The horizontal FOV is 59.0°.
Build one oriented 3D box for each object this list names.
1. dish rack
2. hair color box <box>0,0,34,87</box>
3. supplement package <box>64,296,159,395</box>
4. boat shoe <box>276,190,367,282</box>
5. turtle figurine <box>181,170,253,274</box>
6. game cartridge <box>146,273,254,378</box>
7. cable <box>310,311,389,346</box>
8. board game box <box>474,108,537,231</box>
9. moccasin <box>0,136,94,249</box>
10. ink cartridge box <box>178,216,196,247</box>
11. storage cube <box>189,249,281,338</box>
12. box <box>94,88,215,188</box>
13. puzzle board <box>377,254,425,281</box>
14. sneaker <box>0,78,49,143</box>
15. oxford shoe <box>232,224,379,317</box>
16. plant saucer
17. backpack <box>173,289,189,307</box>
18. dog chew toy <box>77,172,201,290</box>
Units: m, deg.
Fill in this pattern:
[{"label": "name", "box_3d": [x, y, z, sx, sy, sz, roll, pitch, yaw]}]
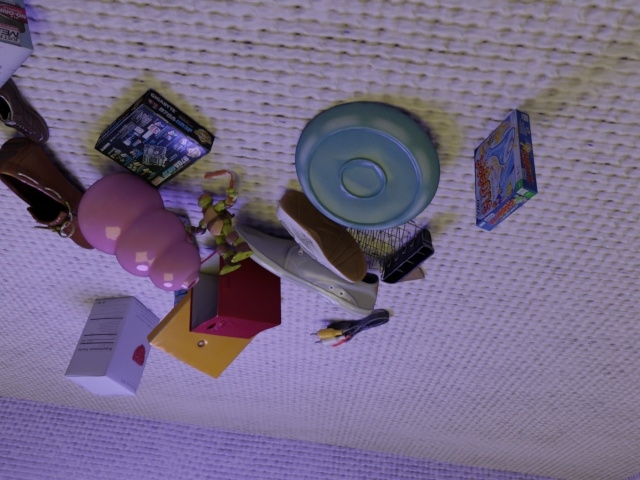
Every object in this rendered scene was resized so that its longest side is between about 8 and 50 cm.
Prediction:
[{"label": "dish rack", "box_3d": [0.128, -0.002, 1.435, 0.271, 0.074, 0.208, 23, 141, -15]}, {"label": "hair color box", "box_3d": [-0.720, -0.334, 1.061, 0.374, 0.114, 0.185, -21, 169, 36]}, {"label": "supplement package", "box_3d": [-0.712, 0.369, 1.961, 0.175, 0.293, 0.178, -5, 143, 20]}, {"label": "boat shoe", "box_3d": [0.000, 0.000, 1.398, 0.277, 0.098, 0.096, 47, 148, 2]}, {"label": "turtle figurine", "box_3d": [-0.260, -0.029, 1.409, 0.269, 0.217, 0.087, -36, 165, 29]}, {"label": "game cartridge", "box_3d": [-0.324, 0.251, 1.758, 0.324, 0.052, 0.285, -48, 127, 1]}, {"label": "cable", "box_3d": [0.114, 0.307, 1.881, 0.287, 0.072, 0.139, -16, 144, 30]}, {"label": "board game box", "box_3d": [0.351, -0.135, 1.089, 0.035, 0.201, 0.136, 20, 143, -14]}, {"label": "moccasin", "box_3d": [-0.675, -0.086, 1.433, 0.139, 0.147, 0.380, 3, 147, 8]}, {"label": "ink cartridge box", "box_3d": [-0.471, -0.013, 1.591, 0.232, 0.066, 0.189, 17, 147, 12]}, {"label": "storage cube", "box_3d": [-0.235, 0.152, 1.565, 0.193, 0.215, 0.183, 15, 150, -33]}, {"label": "box", "box_3d": [-0.373, -0.218, 1.265, 0.220, 0.051, 0.175, -25, 133, 39]}, {"label": "puzzle board", "box_3d": [0.226, 0.076, 1.583, 0.096, 0.011, 0.128, -11, 140, 28]}, {"label": "sneaker", "box_3d": [-0.672, -0.271, 1.241, 0.066, 0.071, 0.188, -1, 143, 14]}, {"label": "oxford shoe", "box_3d": [-0.030, 0.055, 1.520, 0.449, 0.169, 0.130, 28, 105, -12]}, {"label": "plant saucer", "box_3d": [0.092, -0.139, 1.206, 0.317, 0.044, 0.318, 9, 131, 11]}, {"label": "backpack", "box_3d": [-0.395, 0.211, 1.823, 0.158, 0.117, 0.173, -10, 138, 24]}, {"label": "dog chew toy", "box_3d": [-0.421, -0.009, 1.362, 0.332, 0.206, 0.207, 42, 144, 9]}]
